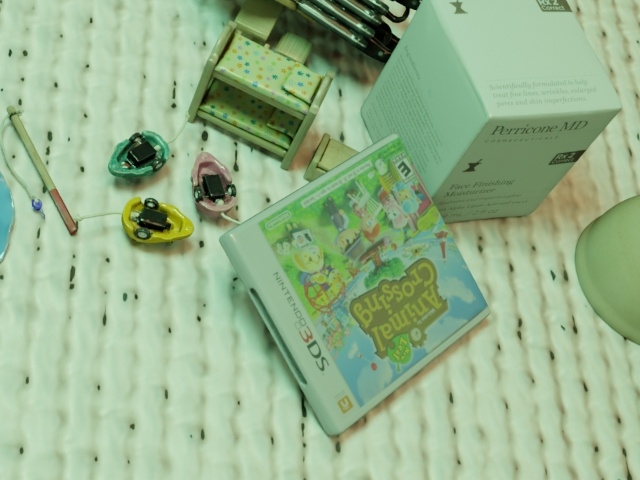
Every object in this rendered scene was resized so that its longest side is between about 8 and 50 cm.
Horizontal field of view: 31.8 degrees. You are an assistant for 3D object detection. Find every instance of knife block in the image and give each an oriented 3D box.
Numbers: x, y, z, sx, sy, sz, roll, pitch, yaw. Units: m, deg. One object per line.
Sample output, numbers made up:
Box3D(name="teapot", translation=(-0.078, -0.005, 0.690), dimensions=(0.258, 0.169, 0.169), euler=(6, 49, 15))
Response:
Box3D(name="knife block", translation=(-0.018, -0.289, 1.161), dimensions=(0.242, 0.088, 0.276), euler=(18, 20, -49))

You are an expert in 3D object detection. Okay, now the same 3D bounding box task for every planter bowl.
Box3D(name="planter bowl", translation=(0.351, 0.013, 1.116), dimensions=(0.162, 0.109, 0.162), euler=(10, 55, -15))

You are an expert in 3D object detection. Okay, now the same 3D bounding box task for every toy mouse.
Box3D(name="toy mouse", translation=(-0.133, -0.054, 1.012), dimensions=(0.161, 0.031, 0.143), euler=(12, 55, -15))

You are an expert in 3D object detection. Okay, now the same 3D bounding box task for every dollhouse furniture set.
Box3D(name="dollhouse furniture set", translation=(-0.009, -0.160, 1.087), dimensions=(0.182, 0.101, 0.160), euler=(26, 53, -5))

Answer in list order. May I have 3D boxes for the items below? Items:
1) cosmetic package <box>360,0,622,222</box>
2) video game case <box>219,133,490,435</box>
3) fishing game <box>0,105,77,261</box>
Box3D(name="cosmetic package", translation=(0.157, -0.127, 1.081), dimensions=(0.151, 0.183, 0.151), euler=(-7, 62, -25))
Box3D(name="video game case", translation=(0.038, 0.033, 0.987), dimensions=(0.212, 0.023, 0.193), euler=(-33, 98, -35))
Box3D(name="fishing game", translation=(-0.341, -0.034, 0.912), dimensions=(0.264, 0.041, 0.189), euler=(-20, 71, -31))
